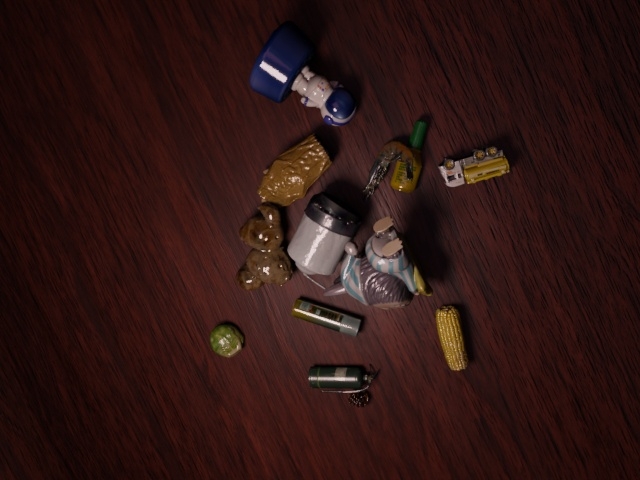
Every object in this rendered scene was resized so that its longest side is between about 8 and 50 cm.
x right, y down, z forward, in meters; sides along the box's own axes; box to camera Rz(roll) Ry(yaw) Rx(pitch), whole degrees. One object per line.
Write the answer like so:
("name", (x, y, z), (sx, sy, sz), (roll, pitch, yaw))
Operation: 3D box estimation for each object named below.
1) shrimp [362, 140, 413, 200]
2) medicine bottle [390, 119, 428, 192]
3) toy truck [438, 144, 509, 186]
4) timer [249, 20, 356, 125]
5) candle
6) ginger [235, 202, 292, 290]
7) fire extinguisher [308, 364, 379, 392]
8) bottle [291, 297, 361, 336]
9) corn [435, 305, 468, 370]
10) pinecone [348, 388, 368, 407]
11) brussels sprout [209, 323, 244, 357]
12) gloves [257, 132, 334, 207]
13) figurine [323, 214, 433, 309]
("shrimp", (0.249, -0.232, 1.478), (0.262, 0.051, 0.198), (-61, 41, 19))
("medicine bottle", (0.336, -0.309, 1.478), (0.095, 0.064, 0.260), (19, 104, 16))
("toy truck", (0.540, -0.259, 1.416), (0.227, 0.098, 0.114), (-15, 101, 16))
("timer", (-0.034, -0.566, 1.463), (0.383, 0.270, 0.270), (34, 107, -8))
("candle", (0.000, 0.000, 1.542), (0.221, 0.221, 0.342), (31, 107, 8))
("ginger", (-0.233, 0.034, 1.633), (0.256, 0.176, 0.375), (10, 106, 25))
("fire extinguisher", (0.102, 0.576, 1.681), (0.294, 0.093, 0.118), (-4, 57, 15))
("bottle", (0.026, 0.319, 1.661), (0.286, 0.082, 0.082), (16, 103, 12))
("corn", (0.502, 0.370, 1.536), (0.093, 0.093, 0.244), (-11, 97, 17))
("pinecone", (0.158, 0.666, 1.688), (0.083, 0.077, 0.077), (3, 104, -27))
("brussels sprout", (-0.423, 0.449, 1.787), (0.155, 0.117, 0.155), (0, 90, 19))
("gloves", (-0.112, -0.262, 1.560), (0.356, 0.155, 0.203), (-42, 75, 24))
("figurine", (0.169, 0.135, 1.444), (0.378, 0.361, 0.266), (-29, 49, 13))
